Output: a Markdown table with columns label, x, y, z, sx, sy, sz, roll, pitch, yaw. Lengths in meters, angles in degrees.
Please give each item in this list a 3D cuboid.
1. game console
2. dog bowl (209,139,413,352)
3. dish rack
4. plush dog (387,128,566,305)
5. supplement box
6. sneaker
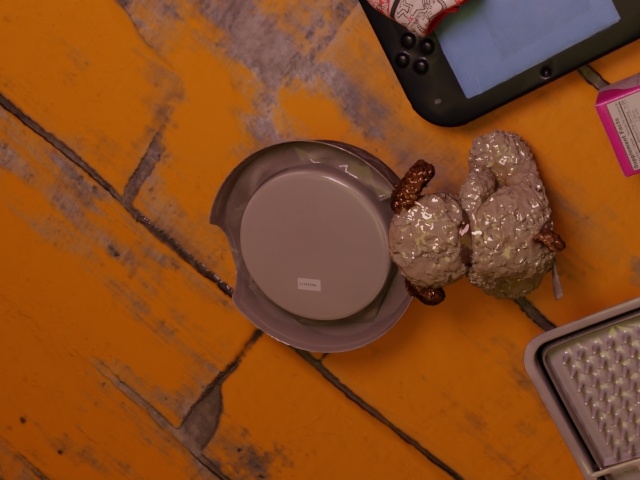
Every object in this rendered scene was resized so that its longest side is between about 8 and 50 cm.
| label | x | y | z | sx | sy | sz | roll | pitch | yaw |
| --- | --- | --- | --- | --- | --- | --- | --- | --- | --- |
| game console | 0.240 | -0.369 | 1.217 | 0.387 | 0.060 | 0.342 | -25 | 100 | 26 |
| dog bowl | 0.000 | 0.000 | 1.423 | 0.349 | 0.102 | 0.348 | 7 | 112 | 19 |
| dish rack | 0.494 | 0.235 | 1.346 | 0.286 | 0.072 | 0.332 | -26 | 99 | 28 |
| plush dog | 0.207 | -0.004 | 1.260 | 0.226 | 0.210 | 0.262 | -9 | 109 | 2 |
| supplement box | 0.483 | -0.182 | 1.167 | 0.220 | 0.111 | 0.113 | -20 | 103 | 26 |
| sneaker | 0.167 | -0.397 | 1.168 | 0.145 | 0.090 | 0.270 | 41 | 119 | 7 |
